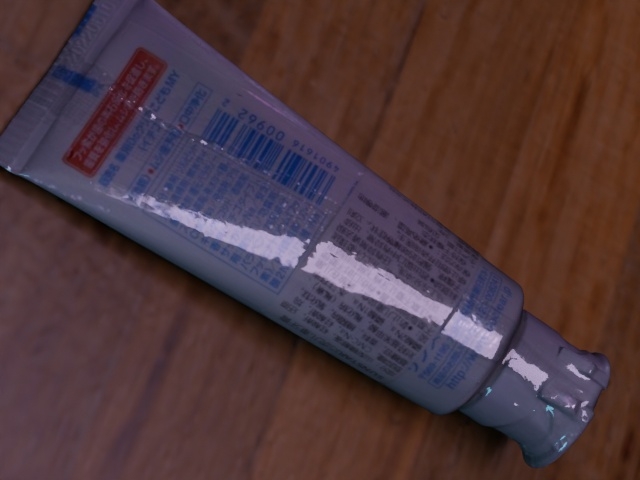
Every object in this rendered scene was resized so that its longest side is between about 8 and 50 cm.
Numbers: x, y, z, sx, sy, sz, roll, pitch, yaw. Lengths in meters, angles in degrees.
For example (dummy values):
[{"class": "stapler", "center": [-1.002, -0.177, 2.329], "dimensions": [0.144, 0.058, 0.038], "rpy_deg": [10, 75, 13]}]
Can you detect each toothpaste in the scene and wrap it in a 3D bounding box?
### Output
[{"class": "toothpaste", "center": [0.000, 0.000, 0.619], "dimensions": [0.234, 0.057, 0.089], "rpy_deg": [35, 64, -10]}]
